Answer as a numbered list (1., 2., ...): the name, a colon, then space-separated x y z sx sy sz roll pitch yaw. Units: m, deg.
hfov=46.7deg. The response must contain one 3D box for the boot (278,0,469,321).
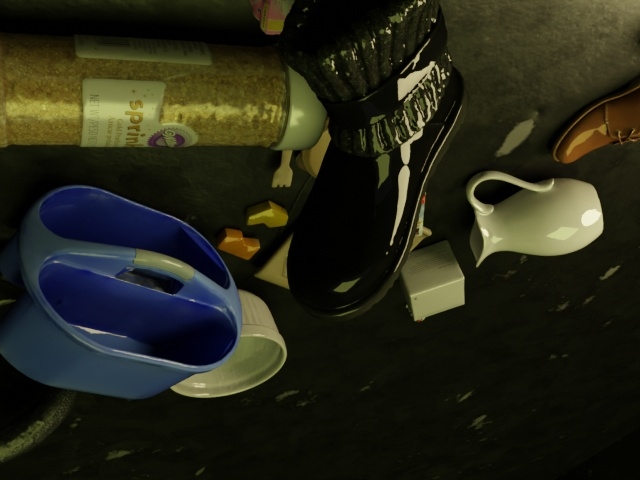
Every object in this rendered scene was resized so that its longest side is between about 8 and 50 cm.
1. boot: 0.032 -0.104 0.752 0.131 0.348 0.260 20 169 23

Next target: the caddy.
1. caddy: -0.254 0.066 0.974 0.179 0.241 0.341 -33 144 30

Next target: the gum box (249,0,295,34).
1. gum box: 0.022 -0.280 0.780 0.188 0.062 0.107 -6 143 -18

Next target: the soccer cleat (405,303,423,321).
1. soccer cleat: 0.193 0.135 1.457 0.035 0.029 0.083 -33 147 5

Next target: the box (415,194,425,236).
1. box: 0.088 -0.035 1.118 0.136 0.027 0.094 -11 139 -7

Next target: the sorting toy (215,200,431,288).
1. sorting toy: 0.000 0.000 1.180 0.307 0.041 0.229 24 125 -36

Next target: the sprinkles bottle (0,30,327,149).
1. sprinkles bottle: -0.173 -0.160 0.805 0.355 0.121 0.121 -2 142 -21

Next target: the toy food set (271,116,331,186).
1. toy food set: 0.031 -0.128 1.024 0.191 0.039 0.132 -1 134 -16

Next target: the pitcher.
1. pitcher: 0.344 -0.051 1.208 0.207 0.126 0.178 -11 130 8

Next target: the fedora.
1. fedora: -0.494 0.160 1.030 0.333 0.334 0.152 -7 177 -16

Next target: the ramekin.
1. ramekin: -0.168 0.172 1.267 0.207 0.109 0.207 -12 145 -9

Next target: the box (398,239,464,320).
1. box: 0.195 0.072 1.317 0.101 0.087 0.102 -18 145 0

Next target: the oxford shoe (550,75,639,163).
1. oxford shoe: 0.448 -0.174 1.114 0.212 0.076 0.076 -35 144 24
